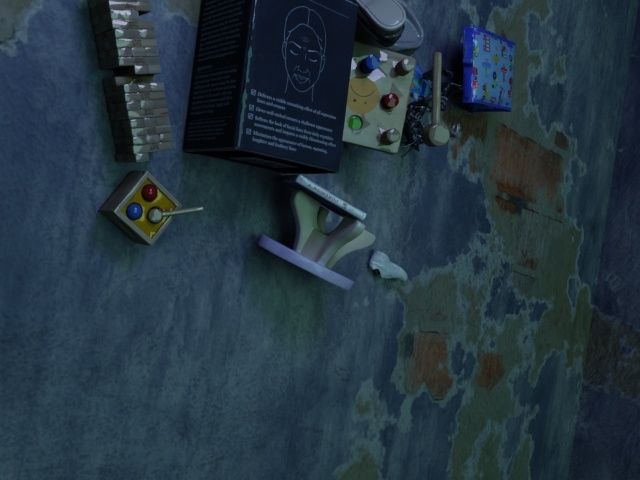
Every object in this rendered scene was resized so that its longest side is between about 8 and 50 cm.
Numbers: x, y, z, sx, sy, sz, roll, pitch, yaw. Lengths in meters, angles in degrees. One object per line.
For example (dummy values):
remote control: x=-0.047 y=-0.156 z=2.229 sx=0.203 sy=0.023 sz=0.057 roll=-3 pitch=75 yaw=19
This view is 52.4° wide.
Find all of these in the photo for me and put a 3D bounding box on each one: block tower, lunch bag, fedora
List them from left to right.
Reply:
block tower: x=-0.374 y=-0.327 z=1.291 sx=0.097 sy=0.091 sz=0.335 roll=-15 pitch=105 yaw=-40
fedora: x=0.178 y=-0.558 z=1.724 sx=0.276 sy=0.124 sz=0.243 roll=25 pitch=78 yaw=-29
lunch bag: x=0.495 y=-0.518 z=1.988 sx=0.293 sy=0.138 sz=0.220 roll=-7 pitch=100 yaw=-62

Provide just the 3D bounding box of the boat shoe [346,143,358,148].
boat shoe: x=0.099 y=-0.339 z=1.752 sx=0.063 sy=0.066 sz=0.184 roll=-5 pitch=88 yaw=-42

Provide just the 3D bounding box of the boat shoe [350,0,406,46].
boat shoe: x=0.082 y=-0.605 z=1.574 sx=0.112 sy=0.095 sz=0.335 roll=-32 pitch=76 yaw=-13

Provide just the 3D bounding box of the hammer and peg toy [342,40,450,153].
hammer and peg toy: x=0.152 y=-0.362 z=1.652 sx=0.362 sy=0.127 sz=0.265 roll=11 pitch=89 yaw=-13

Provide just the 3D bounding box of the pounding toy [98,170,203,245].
pounding toy: x=-0.345 y=-0.064 z=1.337 sx=0.141 sy=0.100 sz=0.130 roll=49 pitch=63 yaw=-34

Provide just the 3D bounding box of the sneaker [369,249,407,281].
sneaker: x=0.193 y=0.086 z=1.889 sx=0.152 sy=0.054 sz=0.061 roll=37 pitch=79 yaw=-32

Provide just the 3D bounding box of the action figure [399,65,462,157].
action figure: x=0.312 y=-0.355 z=1.827 sx=0.164 sy=0.141 sz=0.275 roll=47 pitch=62 yaw=-49

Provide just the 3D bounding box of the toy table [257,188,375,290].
toy table: x=0.000 y=0.000 z=1.583 sx=0.274 sy=0.252 sz=0.160 roll=30 pitch=88 yaw=-41

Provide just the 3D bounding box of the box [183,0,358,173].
box: x=-0.107 y=-0.366 z=1.452 sx=0.294 sy=0.212 sz=0.395 roll=8 pitch=89 yaw=-42

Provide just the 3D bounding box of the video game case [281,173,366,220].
video game case: x=0.003 y=-0.103 z=1.551 sx=0.184 sy=0.201 sz=0.023 roll=29 pitch=88 yaw=-14

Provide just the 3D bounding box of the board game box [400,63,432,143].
board game box: x=0.241 y=-0.409 z=1.881 sx=0.160 sy=0.047 sz=0.210 roll=33 pitch=72 yaw=-40
